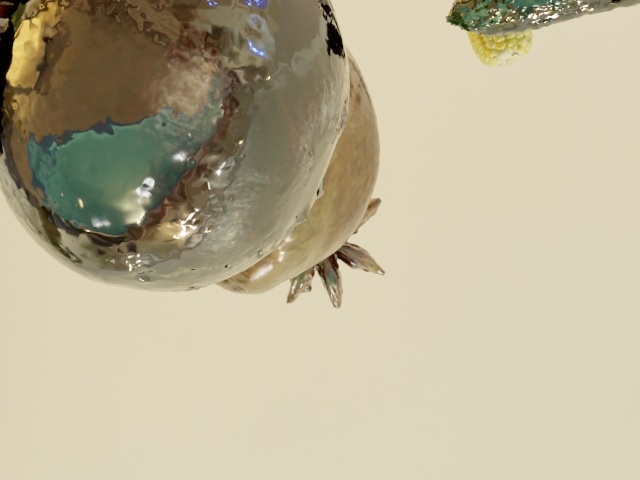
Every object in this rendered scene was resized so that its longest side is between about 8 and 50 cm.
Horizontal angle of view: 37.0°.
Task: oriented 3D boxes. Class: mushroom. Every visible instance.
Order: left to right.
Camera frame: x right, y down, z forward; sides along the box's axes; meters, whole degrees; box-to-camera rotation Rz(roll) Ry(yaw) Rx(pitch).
[{"bbox_3d":[-0.057,-0.099,0.910,0.283,0.195,0.263,50,-40,25],"label":"mushroom"}]

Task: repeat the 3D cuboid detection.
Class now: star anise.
[{"bbox_3d":[0.000,0.000,1.085,0.168,0.057,0.168,3,-80,18],"label":"star anise"}]

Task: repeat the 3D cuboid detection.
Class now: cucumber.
[{"bbox_3d":[0.214,-0.201,0.718,0.245,0.067,0.067,-10,-98,6],"label":"cucumber"}]

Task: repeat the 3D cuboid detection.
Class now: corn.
[{"bbox_3d":[0.199,-0.332,1.172,0.081,0.081,0.248,-19,-100,36],"label":"corn"}]

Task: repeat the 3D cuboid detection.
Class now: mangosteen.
[{"bbox_3d":[-0.107,-0.090,0.512,0.250,0.211,0.211,29,-71,6],"label":"mangosteen"}]
